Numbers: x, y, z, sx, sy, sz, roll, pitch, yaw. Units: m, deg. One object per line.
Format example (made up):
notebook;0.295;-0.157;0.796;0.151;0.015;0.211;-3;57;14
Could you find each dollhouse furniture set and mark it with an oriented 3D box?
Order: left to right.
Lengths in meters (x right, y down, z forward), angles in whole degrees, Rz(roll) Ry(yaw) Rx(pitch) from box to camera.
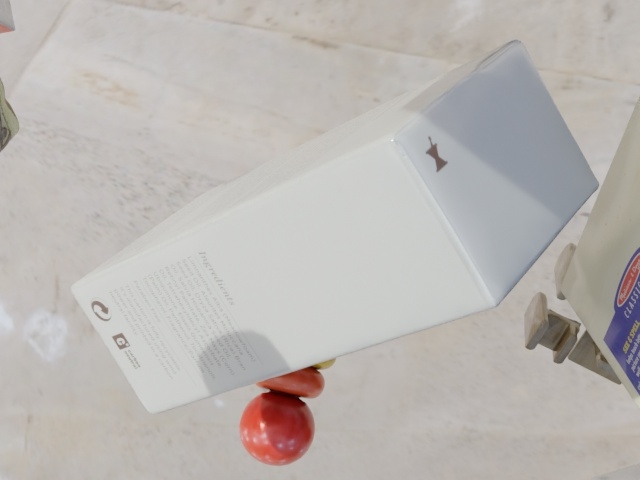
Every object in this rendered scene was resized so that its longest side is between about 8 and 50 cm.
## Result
dollhouse furniture set;0.391;0.055;1.444;0.212;0.161;0.242;27;115;-4

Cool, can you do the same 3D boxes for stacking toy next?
stacking toy;-0.024;0.103;1.427;0.141;0.141;0.330;16;78;-18

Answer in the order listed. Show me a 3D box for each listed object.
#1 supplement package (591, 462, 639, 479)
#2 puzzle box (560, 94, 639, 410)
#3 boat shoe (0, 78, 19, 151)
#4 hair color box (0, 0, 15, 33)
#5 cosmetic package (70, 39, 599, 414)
supplement package;0.533;0.409;1.677;0.293;0.177;0.175;-25;104;31
puzzle box;0.356;-0.036;1.088;0.052;0.272;0.409;3;124;-19
boat shoe;-0.474;-0.184;1.637;0.080;0.223;0.073;7;64;10
hair color box;-0.307;-0.219;1.028;0.043;0.141;0.072;-10;91;1
cosmetic package;0.000;0.000;1.121;0.230;0.453;0.161;-40;102;-45
